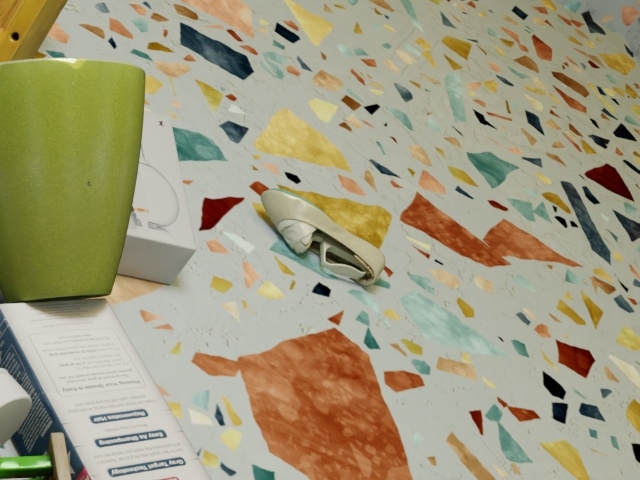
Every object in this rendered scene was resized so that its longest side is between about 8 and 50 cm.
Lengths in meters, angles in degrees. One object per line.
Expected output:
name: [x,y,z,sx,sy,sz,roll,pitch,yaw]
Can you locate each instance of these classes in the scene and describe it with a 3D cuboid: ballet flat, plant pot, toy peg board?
ballet flat: [0.000,0.000,2.380,0.248,0.086,0.086,29,32,-12]
plant pot: [-0.354,-0.068,1.847,0.275,0.275,0.293,-2,85,-45]
toy peg board: [-0.323,0.327,1.561,0.079,0.161,0.161,-1,44,-20]

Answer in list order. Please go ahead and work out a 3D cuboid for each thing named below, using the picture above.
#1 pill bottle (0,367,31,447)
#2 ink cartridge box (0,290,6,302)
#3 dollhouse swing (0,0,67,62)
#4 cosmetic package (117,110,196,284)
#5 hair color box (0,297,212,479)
pill bottle: [-0.482,0.133,1.651,0.283,0.160,0.160,44,32,14]
ink cartridge box: [-0.445,0.036,1.926,0.207,0.046,0.097,12,37,-33]
dollhouse swing: [-0.611,-0.425,2.186,0.347,0.315,0.305,37,20,1]
cosmetic package: [-0.387,-0.103,2.098,0.377,0.097,0.284,13,42,-32]
hair color box: [-0.283,0.235,1.756,0.174,0.105,0.347,-2,47,-45]
